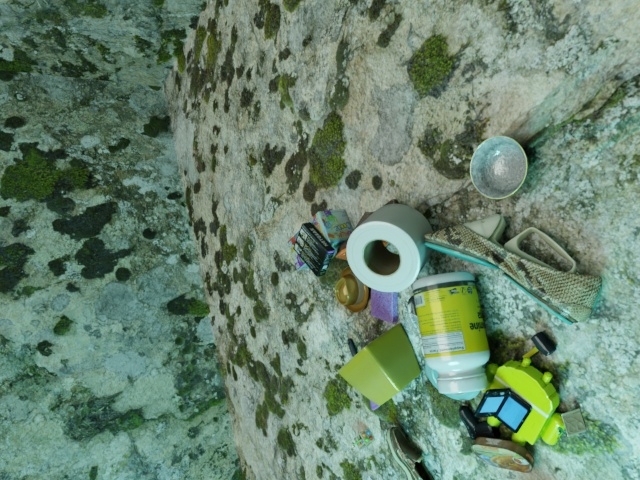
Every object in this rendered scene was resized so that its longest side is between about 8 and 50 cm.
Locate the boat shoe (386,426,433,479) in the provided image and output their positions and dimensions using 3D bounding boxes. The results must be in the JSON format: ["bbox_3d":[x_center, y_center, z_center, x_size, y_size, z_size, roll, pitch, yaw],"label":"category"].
[{"bbox_3d":[0.336,0.791,1.649,0.095,0.095,0.258,-41,68,33],"label":"boat shoe"}]

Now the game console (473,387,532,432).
[{"bbox_3d":[0.505,0.477,1.272,0.071,0.107,0.122,-105,21,-54],"label":"game console"}]

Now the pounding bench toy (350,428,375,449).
[{"bbox_3d":[0.170,0.817,1.868,0.052,0.083,0.065,58,137,30],"label":"pounding bench toy"}]

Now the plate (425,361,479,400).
[{"bbox_3d":[0.421,0.437,1.469,0.188,0.024,0.188,18,121,33],"label":"plate"}]

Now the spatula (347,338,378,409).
[{"bbox_3d":[0.175,0.534,1.859,0.084,0.030,0.297,-52,55,42],"label":"spatula"}]

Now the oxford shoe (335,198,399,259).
[{"bbox_3d":[0.183,-0.026,1.706,0.363,0.129,0.133,-33,52,44],"label":"oxford shoe"}]

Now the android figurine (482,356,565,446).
[{"bbox_3d":[0.563,0.450,1.284,0.248,0.056,0.273,36,130,41],"label":"android figurine"}]

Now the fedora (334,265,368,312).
[{"bbox_3d":[0.112,0.201,1.848,0.194,0.079,0.195,11,103,52],"label":"fedora"}]

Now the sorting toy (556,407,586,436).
[{"bbox_3d":[0.643,0.474,1.182,0.012,0.083,0.062,146,112,-77],"label":"sorting toy"}]

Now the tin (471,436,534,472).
[{"bbox_3d":[0.534,0.628,1.344,0.106,0.040,0.189,46,147,-14],"label":"tin"}]

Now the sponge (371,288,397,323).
[{"bbox_3d":[0.239,0.195,1.717,0.117,0.031,0.210,11,105,52],"label":"sponge"}]

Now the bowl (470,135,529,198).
[{"bbox_3d":[0.506,-0.200,1.254,0.170,0.080,0.170,11,104,52],"label":"bowl"}]

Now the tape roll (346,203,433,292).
[{"bbox_3d":[0.226,0.022,1.470,0.246,0.169,0.246,13,118,25],"label":"tape roll"}]

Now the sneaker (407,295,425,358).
[{"bbox_3d":[0.381,0.283,1.511,0.132,0.086,0.229,-20,90,48],"label":"sneaker"}]

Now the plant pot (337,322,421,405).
[{"bbox_3d":[0.230,0.460,1.645,0.187,0.212,0.212,51,135,17],"label":"plant pot"}]

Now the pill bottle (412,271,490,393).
[{"bbox_3d":[0.393,0.272,1.359,0.188,0.187,0.334,-26,67,52],"label":"pill bottle"}]

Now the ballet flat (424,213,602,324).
[{"bbox_3d":[0.516,0.037,1.245,0.482,0.164,0.182,33,100,40],"label":"ballet flat"}]

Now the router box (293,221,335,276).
[{"bbox_3d":[-0.028,0.035,1.798,0.179,0.046,0.133,48,132,32],"label":"router box"}]

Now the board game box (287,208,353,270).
[{"bbox_3d":[0.000,0.000,1.913,0.275,0.144,0.142,-41,64,48],"label":"board game box"}]

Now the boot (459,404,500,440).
[{"bbox_3d":[0.496,0.571,1.422,0.099,0.045,0.121,-32,77,53],"label":"boot"}]

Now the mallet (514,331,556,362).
[{"bbox_3d":[0.584,0.334,1.279,0.062,0.039,0.190,50,137,33],"label":"mallet"}]
